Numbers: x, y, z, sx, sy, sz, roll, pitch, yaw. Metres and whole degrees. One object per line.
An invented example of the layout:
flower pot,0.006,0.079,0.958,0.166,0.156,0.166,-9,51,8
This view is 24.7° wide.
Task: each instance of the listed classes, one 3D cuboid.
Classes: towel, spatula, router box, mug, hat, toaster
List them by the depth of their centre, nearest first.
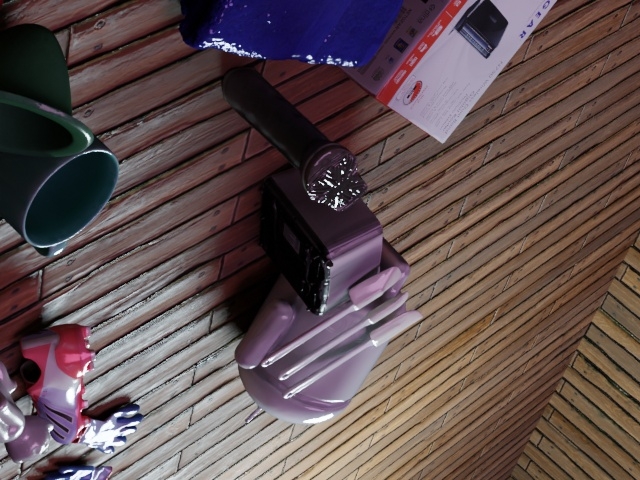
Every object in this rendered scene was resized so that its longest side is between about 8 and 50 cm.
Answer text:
hat,-0.284,-0.196,1.404,0.173,0.208,0.183,18,73,-32
mug,-0.300,-0.062,1.549,0.158,0.097,0.129,-54,157,15
towel,-0.006,-0.306,1.663,0.308,0.076,0.227,-3,136,-50
router box,0.204,-0.320,2.064,0.335,0.082,0.301,-52,157,8
toaster,0.000,0.000,2.074,0.110,0.185,0.168,-26,150,-21
spatula,0.028,0.137,2.124,0.242,0.019,0.168,-31,149,-1

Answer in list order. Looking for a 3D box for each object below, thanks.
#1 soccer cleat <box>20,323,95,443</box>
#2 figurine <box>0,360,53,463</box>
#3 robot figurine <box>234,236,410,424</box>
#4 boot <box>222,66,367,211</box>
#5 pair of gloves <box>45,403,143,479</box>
soccer cleat,-0.351,0.189,1.910,0.095,0.083,0.248,-3,146,-17
figurine,-0.436,0.268,1.816,0.215,0.092,0.209,-44,152,-12
robot figurine,-0.002,0.143,2.279,0.300,0.200,0.353,4,125,-44
boot,-0.039,-0.136,1.754,0.076,0.208,0.189,-36,162,-3
pair of gloves,-0.346,0.323,2.178,0.198,0.023,0.159,-55,155,13
